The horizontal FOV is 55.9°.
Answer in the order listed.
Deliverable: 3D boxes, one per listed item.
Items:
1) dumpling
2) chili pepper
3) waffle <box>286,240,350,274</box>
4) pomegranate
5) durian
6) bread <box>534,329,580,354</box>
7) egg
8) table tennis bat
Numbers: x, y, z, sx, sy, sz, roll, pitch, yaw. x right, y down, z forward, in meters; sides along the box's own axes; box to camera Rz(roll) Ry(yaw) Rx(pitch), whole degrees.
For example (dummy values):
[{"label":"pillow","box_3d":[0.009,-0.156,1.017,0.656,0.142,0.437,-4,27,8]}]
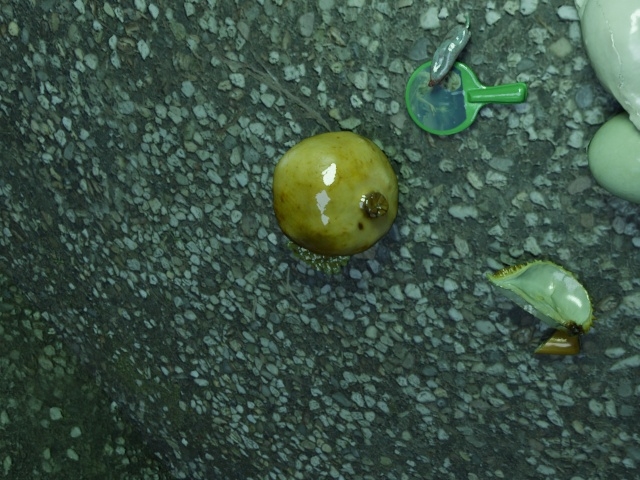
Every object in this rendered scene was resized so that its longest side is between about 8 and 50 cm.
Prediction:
[{"label":"dumpling","box_3d":[0.572,-0.363,0.993,0.260,0.341,0.181,-23,139,26]},{"label":"chili pepper","box_3d":[0.260,-0.382,1.223,0.041,0.050,0.153,26,108,-26]},{"label":"waffle","box_3d":[0.000,0.000,1.563,0.183,0.036,0.169,30,122,11]},{"label":"pomegranate","box_3d":[0.027,-0.101,1.367,0.307,0.307,0.307,11,118,22]},{"label":"durian","box_3d":[0.475,0.126,1.323,0.252,0.139,0.144,41,130,3]},{"label":"bread","box_3d":[0.545,0.235,1.394,0.103,0.049,0.062,-2,113,26]},{"label":"egg","box_3d":[0.614,-0.154,1.082,0.253,0.186,0.186,5,116,20]},{"label":"table tennis bat","box_3d":[0.299,-0.301,1.263,0.257,0.039,0.160,3,113,28]}]
